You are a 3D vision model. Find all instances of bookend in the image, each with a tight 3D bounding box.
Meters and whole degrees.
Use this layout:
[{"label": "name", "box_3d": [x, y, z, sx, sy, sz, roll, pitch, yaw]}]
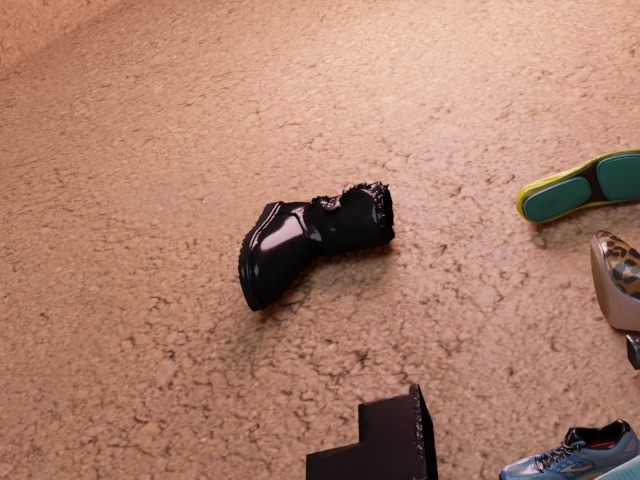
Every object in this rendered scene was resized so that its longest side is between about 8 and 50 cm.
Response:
[{"label": "bookend", "box_3d": [0.054, 0.260, 1.330, 0.157, 0.072, 0.156, -14, 34, 10]}]

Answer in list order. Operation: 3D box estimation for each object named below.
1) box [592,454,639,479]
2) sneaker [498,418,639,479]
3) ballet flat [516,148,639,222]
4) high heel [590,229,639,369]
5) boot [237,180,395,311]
[{"label": "box", "box_3d": [0.275, 0.300, 1.139, 0.244, 0.101, 0.060, -26, 34, -8]}, {"label": "sneaker", "box_3d": [0.272, 0.234, 1.254, 0.162, 0.073, 0.063, -19, 35, 2]}, {"label": "ballet flat", "box_3d": [0.392, -0.086, 1.642, 0.230, 0.077, 0.077, -17, 18, 8]}, {"label": "high heel", "box_3d": [0.444, 0.057, 1.410, 0.186, 0.093, 0.261, -10, 36, 2]}, {"label": "boot", "box_3d": [0.000, 0.000, 1.695, 0.207, 0.094, 0.246, -11, 29, 20]}]
